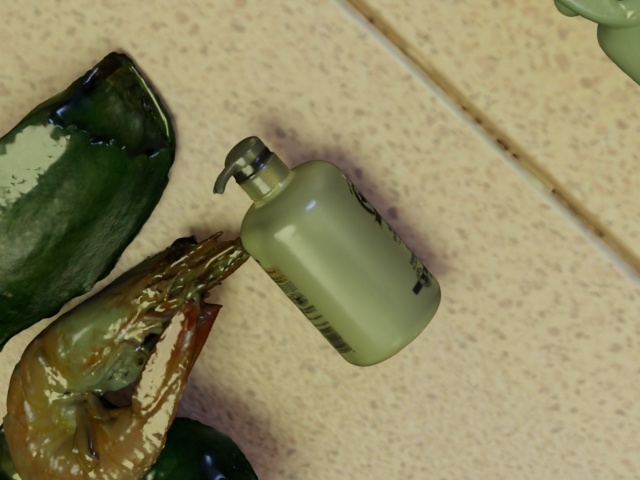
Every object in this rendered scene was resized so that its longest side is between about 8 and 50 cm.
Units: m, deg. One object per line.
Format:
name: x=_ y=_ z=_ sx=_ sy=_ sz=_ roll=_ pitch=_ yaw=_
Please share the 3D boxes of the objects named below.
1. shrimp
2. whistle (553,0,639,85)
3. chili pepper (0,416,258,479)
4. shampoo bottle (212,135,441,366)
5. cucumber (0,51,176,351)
shrimp: x=-0.134 y=0.087 z=1.093 sx=0.267 sy=0.145 sz=0.061 roll=-43 pitch=145 yaw=22
whistle: x=0.157 y=-0.155 z=0.799 sx=0.110 sy=0.092 sz=0.244 roll=-29 pitch=112 yaw=38
chili pepper: x=-0.137 y=0.197 z=1.183 sx=0.264 sy=0.116 sz=0.148 roll=-7 pitch=83 yaw=35
shampoo bottle: x=0.000 y=0.000 z=0.990 sx=0.079 sy=0.079 sz=0.162 roll=-29 pitch=109 yaw=36
cucumber: x=-0.220 y=0.002 z=1.074 sx=0.325 sy=0.105 sz=0.145 roll=-34 pitch=107 yaw=35
